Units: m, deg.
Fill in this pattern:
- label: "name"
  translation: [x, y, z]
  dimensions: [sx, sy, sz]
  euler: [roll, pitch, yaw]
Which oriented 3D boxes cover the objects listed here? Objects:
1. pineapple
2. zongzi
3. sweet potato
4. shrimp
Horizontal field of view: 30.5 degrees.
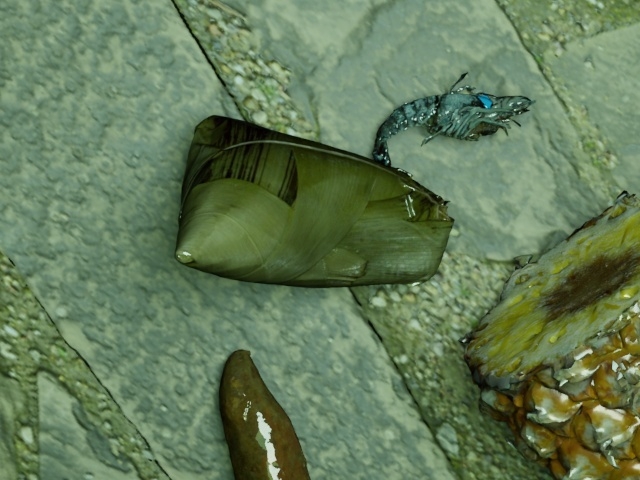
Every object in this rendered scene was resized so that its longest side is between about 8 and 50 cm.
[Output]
- label: "pineapple"
  translation: [0.332, 0.129, 1.112]
  dimensions: [0.300, 0.352, 0.352]
  euler: [44, 90, -8]
- label: "zongzi"
  translation: [0.000, 0.000, 1.091]
  dimensions: [0.273, 0.300, 0.145]
  euler: [14, 107, -8]
- label: "sweet potato"
  translation: [-0.054, 0.259, 1.219]
  dimensions: [0.097, 0.097, 0.292]
  euler: [-2, 87, -5]
- label: "shrimp"
  translation: [0.132, -0.126, 1.204]
  dimensions: [0.174, 0.082, 0.076]
  euler: [-17, 101, 4]
